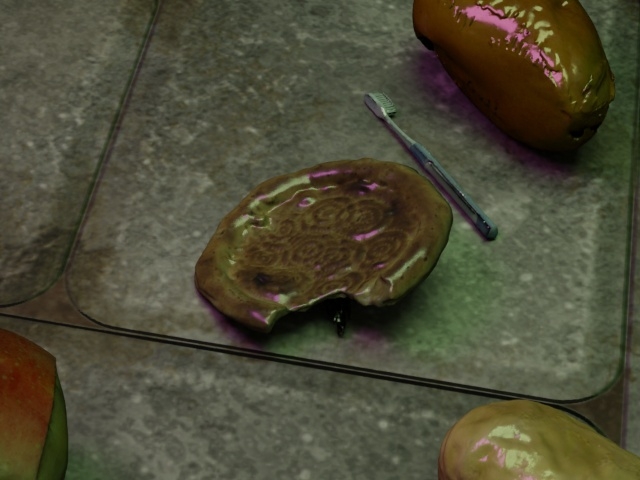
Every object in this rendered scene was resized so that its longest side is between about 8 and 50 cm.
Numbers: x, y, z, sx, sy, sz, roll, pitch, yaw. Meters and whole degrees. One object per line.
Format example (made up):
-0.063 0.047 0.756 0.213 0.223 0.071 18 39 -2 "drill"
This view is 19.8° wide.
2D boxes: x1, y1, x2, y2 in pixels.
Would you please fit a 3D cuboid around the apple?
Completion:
-0.280 0.157 1.367 0.174 0.207 0.188 31 25 -32 "apple"

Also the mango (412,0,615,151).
0.189 -0.186 1.766 0.156 0.151 0.249 13 30 -43 "mango"

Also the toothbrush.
0.104 -0.075 1.746 0.019 0.016 0.219 -14 47 -29 "toothbrush"

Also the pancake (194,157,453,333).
0.000 0.000 1.612 0.235 0.029 0.212 -19 39 1 "pancake"

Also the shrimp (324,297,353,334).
0.038 0.018 1.635 0.091 0.034 0.161 6 45 -1 "shrimp"

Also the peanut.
0.228 0.235 1.379 0.319 0.147 0.147 28 49 12 "peanut"
